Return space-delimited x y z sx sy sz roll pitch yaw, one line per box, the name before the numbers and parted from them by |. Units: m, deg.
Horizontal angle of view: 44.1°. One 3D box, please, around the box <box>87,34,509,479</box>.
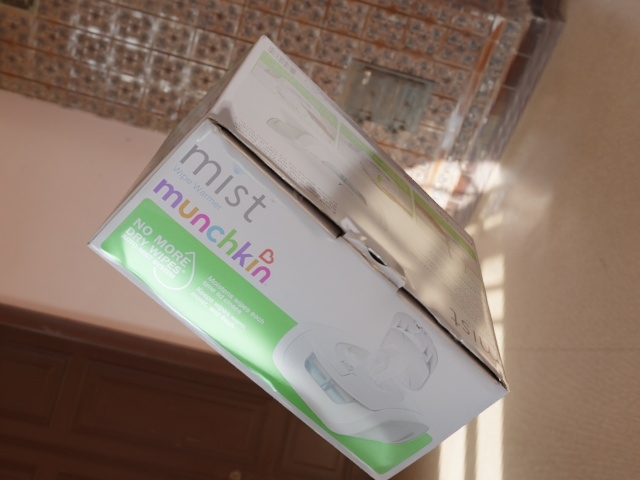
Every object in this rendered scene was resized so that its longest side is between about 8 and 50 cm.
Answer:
box | 0.000 0.000 0.587 0.126 0.262 0.231 -42 17 21
